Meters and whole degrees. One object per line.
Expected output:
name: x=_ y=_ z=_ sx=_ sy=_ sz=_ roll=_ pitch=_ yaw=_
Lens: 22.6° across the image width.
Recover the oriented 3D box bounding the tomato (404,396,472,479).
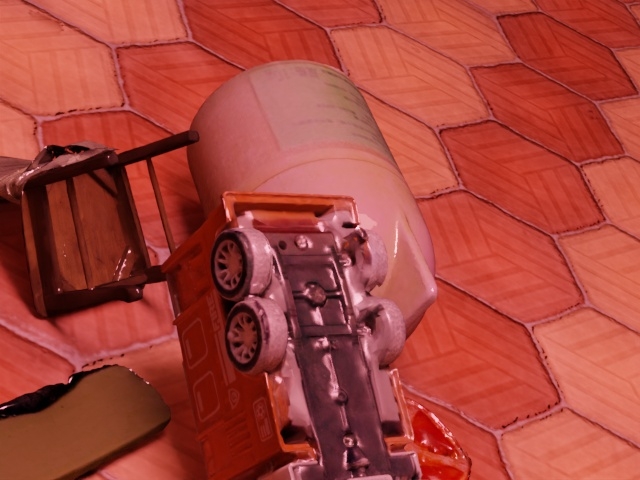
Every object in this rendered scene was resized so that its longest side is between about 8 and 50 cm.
tomato: x=0.073 y=0.233 z=1.687 sx=0.156 sy=0.069 sz=0.155 roll=21 pitch=36 yaw=-16

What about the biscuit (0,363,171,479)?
biscuit: x=-0.271 y=0.194 z=1.514 sx=0.099 sy=0.038 sz=0.322 roll=44 pitch=34 yaw=18

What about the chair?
chair: x=-0.271 y=-0.019 z=1.736 sx=0.160 sy=0.319 sz=0.186 roll=-19 pitch=99 yaw=-47

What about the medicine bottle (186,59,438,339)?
medicine bottle: x=0.000 y=0.000 z=1.805 sx=0.236 sy=0.235 sz=0.406 roll=10 pitch=36 yaw=-27

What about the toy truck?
toy truck: x=-0.027 y=0.162 z=1.527 sx=0.173 sy=0.207 sz=0.387 roll=1 pitch=67 yaw=-36
